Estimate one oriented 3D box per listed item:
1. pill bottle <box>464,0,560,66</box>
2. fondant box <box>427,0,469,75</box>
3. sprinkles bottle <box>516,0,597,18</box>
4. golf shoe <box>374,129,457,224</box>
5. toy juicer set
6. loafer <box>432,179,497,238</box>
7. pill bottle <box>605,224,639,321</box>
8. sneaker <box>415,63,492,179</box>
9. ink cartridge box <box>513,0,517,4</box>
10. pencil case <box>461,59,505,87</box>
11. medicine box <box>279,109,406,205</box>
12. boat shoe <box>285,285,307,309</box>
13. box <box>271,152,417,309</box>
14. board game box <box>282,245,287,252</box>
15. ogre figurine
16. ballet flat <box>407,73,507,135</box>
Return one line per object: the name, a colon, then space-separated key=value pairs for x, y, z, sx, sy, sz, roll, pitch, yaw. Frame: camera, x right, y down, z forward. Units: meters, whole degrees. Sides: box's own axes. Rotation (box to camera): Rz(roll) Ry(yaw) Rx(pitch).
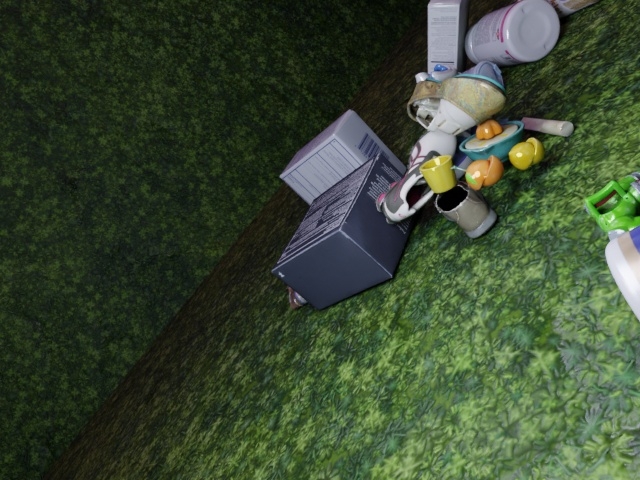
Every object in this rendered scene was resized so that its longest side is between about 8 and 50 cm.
pill bottle: x=0.535 y=-0.585 z=1.500 sx=0.160 sy=0.160 sz=0.283 roll=-47 pitch=17 yaw=3
fondant box: x=0.406 y=-0.619 z=1.647 sx=0.096 sy=0.330 sz=0.238 roll=9 pitch=45 yaw=19
sprinkles bottle: x=0.689 y=-0.678 z=1.400 sx=0.121 sy=0.121 sz=0.355 roll=-51 pitch=16 yaw=-10
golf shoe: x=0.243 y=-0.149 z=1.181 sx=0.273 sy=0.105 sz=0.120 roll=-55 pitch=17 yaw=-10
toy juicer set: x=0.374 y=-0.206 z=1.051 sx=0.329 sy=0.090 sz=0.209 roll=-33 pitch=19 yaw=-19
loafer: x=0.293 y=-0.089 z=1.110 sx=0.094 sy=0.087 sz=0.251 roll=-45 pitch=17 yaw=9
pill bottle: x=0.423 y=0.003 z=0.471 sx=0.264 sy=0.153 sz=0.153 roll=-37 pitch=20 yaw=31
sneaker: x=0.295 y=-0.304 z=1.330 sx=0.323 sy=0.236 sz=0.130 roll=-56 pitch=18 yaw=-26
ink cartridge box: x=0.758 y=-0.859 z=1.763 sx=0.223 sy=0.045 sz=0.224 roll=-30 pitch=25 yaw=45
pencil case: x=0.397 y=-0.425 z=1.526 sx=0.273 sy=0.113 sz=0.124 roll=-14 pitch=54 yaw=56
medicine box: x=0.069 y=-0.212 z=1.638 sx=0.289 sy=0.263 sz=0.149 roll=-29 pitch=24 yaw=46
boat shoe: x=-0.070 y=0.136 z=1.546 sx=0.066 sy=0.066 sz=0.183 roll=-44 pitch=17 yaw=18
box: x=0.070 y=-0.015 z=1.331 sx=0.296 sy=0.182 sz=0.294 roll=-32 pitch=22 yaw=48
board game box: x=0.000 y=0.000 z=1.557 sx=0.201 sy=0.136 sz=0.035 roll=-52 pitch=18 yaw=-15
ogre figurine: x=0.423 y=-0.048 z=0.689 sx=0.118 sy=0.097 sz=0.197 roll=-28 pitch=34 yaw=21
ballet flat: x=0.274 y=-0.282 z=1.113 sx=0.123 sy=0.123 sz=0.348 roll=-46 pitch=19 yaw=5
